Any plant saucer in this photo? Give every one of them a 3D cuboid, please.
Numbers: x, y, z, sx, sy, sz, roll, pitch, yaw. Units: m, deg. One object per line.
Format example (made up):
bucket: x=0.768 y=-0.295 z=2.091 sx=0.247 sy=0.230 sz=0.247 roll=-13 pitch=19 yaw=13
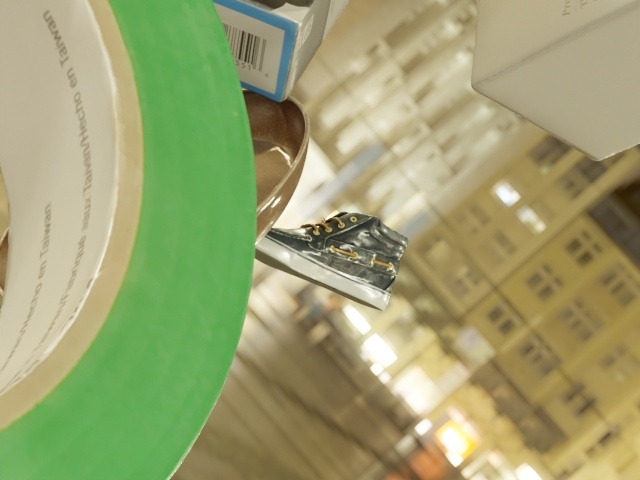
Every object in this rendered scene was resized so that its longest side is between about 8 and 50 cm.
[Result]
plant saucer: x=-0.141 y=-0.025 z=1.620 sx=0.050 sy=0.310 sz=0.310 roll=61 pitch=-7 yaw=-27

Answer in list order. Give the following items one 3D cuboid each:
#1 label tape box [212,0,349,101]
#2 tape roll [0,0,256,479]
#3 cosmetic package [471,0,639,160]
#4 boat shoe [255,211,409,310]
label tape box: x=-0.072 y=-0.301 z=1.697 sx=0.240 sy=0.334 sz=0.106 roll=22 pitch=-41 yaw=9
tape roll: x=-0.170 y=-0.035 z=0.508 sx=0.321 sy=0.321 sz=0.077 roll=49 pitch=-44 yaw=-8
cosmetic package: x=0.333 y=-0.254 z=1.415 sx=0.161 sy=0.230 sz=0.453 roll=27 pitch=-32 yaw=-32
boat shoe: x=0.000 y=0.000 z=1.845 sx=0.183 sy=0.083 sz=0.065 roll=24 pitch=-8 yaw=-25
